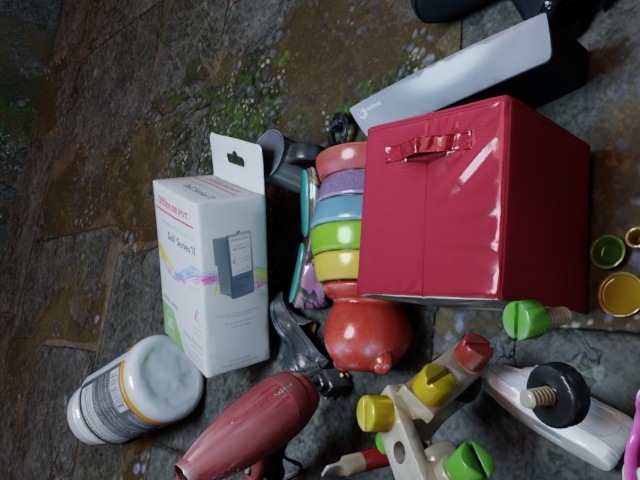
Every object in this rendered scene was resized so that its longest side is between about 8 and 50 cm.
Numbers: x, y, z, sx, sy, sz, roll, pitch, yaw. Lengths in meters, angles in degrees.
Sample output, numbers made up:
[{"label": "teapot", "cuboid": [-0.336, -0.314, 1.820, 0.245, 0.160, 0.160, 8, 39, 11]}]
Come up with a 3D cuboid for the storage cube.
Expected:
[{"label": "storage cube", "cuboid": [0.169, -0.024, 0.676, 0.183, 0.215, 0.193, -4, 79, 46]}]

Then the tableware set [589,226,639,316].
[{"label": "tableware set", "cuboid": [0.328, 0.056, 0.610, 0.104, 0.024, 0.154, -25, 59, 40]}]

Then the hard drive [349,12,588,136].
[{"label": "hard drive", "cuboid": [0.183, -0.178, 0.748, 0.254, 0.172, 0.054, -19, 78, 36]}]

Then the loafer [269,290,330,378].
[{"label": "loafer", "cuboid": [-0.033, 0.143, 0.955, 0.061, 0.062, 0.170, -30, 53, 9]}]

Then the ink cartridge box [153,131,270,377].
[{"label": "ink cartridge box", "cuboid": [-0.182, 0.013, 0.997, 0.207, 0.119, 0.354, 24, 119, 54]}]

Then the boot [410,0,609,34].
[{"label": "boot", "cuboid": [0.243, -0.327, 0.790, 0.246, 0.094, 0.207, -34, 49, 27]}]

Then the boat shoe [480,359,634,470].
[{"label": "boat shoe", "cuboid": [0.238, 0.165, 0.644, 0.063, 0.066, 0.184, -46, 29, -12]}]

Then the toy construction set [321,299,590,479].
[{"label": "toy construction set", "cuboid": [0.085, 0.227, 0.589, 0.309, 0.237, 0.258, -42, 55, 56]}]

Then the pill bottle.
[{"label": "pill bottle", "cuboid": [-0.362, 0.297, 1.170, 0.278, 0.162, 0.162, -32, 54, 37]}]

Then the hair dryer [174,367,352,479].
[{"label": "hair dryer", "cuboid": [-0.066, 0.267, 0.778, 0.080, 0.293, 0.224, 30, 95, 33]}]

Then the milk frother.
[{"label": "milk frother", "cuboid": [-0.025, -0.151, 0.987, 0.129, 0.134, 0.143, -28, 57, 37]}]

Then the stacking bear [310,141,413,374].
[{"label": "stacking bear", "cuboid": [0.065, 0.031, 0.815, 0.175, 0.164, 0.289, -10, 73, 45]}]

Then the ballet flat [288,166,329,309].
[{"label": "ballet flat", "cuboid": [0.000, 0.000, 0.934, 0.077, 0.079, 0.222, -126, 41, -76]}]

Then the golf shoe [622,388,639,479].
[{"label": "golf shoe", "cuboid": [0.289, 0.250, 0.495, 0.115, 0.140, 0.306, -6, 73, 45]}]
